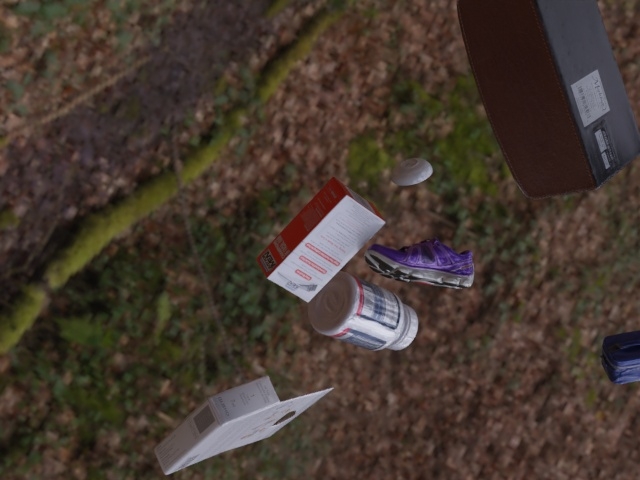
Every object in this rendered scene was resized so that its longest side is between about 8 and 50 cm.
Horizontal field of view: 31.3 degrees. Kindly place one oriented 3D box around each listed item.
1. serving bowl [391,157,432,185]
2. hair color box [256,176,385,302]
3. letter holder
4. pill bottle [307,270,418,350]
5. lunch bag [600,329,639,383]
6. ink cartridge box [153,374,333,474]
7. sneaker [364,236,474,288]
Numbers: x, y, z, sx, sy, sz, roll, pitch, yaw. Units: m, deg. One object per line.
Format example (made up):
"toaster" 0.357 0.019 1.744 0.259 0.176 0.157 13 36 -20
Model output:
"serving bowl" 0.177 -0.140 2.236 0.083 0.083 0.027 -53 134 -46
"hair color box" 0.000 0.000 1.630 0.167 0.053 0.093 -47 131 12
"letter holder" 0.281 -0.220 1.585 0.214 0.302 0.152 -9 -163 45
"pill bottle" 0.075 0.124 1.895 0.180 0.108 0.108 24 95 -43
"lunch bag" 0.508 0.188 1.878 0.067 0.098 0.065 -108 -170 -50
"ink cartridge box" -0.154 0.346 2.221 0.261 0.066 0.296 -15 161 -37
"sneaker" 0.143 0.026 1.655 0.068 0.169 0.071 158 -60 -67
